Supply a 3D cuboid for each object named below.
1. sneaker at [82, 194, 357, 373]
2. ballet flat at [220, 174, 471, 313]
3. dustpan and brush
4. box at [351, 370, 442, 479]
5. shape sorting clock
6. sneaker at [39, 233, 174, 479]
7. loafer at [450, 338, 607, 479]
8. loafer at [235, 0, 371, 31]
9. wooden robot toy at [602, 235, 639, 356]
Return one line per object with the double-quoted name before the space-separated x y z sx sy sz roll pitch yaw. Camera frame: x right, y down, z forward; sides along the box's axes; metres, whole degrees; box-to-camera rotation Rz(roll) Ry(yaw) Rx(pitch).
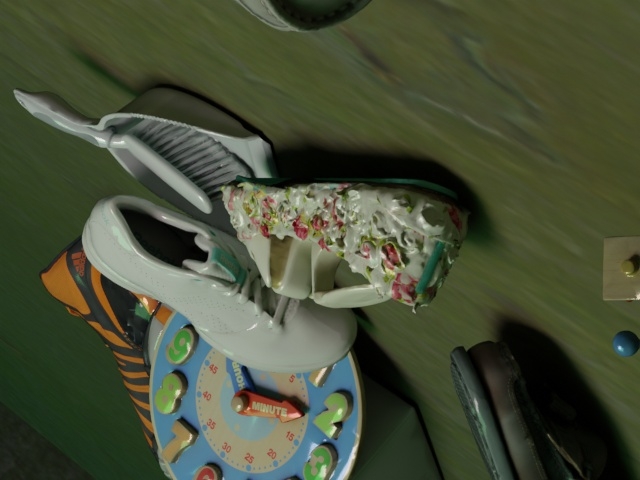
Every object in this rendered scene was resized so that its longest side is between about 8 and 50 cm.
"sneaker" -0.067 0.029 1.201 0.212 0.080 0.094 24 160 -7
"ballet flat" 0.000 0.000 1.025 0.091 0.077 0.241 15 176 -27
"dustpan and brush" -0.124 -0.068 1.187 0.211 0.060 0.147 35 161 22
"box" 0.017 0.174 1.398 0.130 0.091 0.170 34 161 29
"shape sorting clock" -0.053 0.125 1.309 0.206 0.206 0.040 32 -165 30
"sneaker" -0.153 0.085 1.550 0.180 0.124 0.321 39 152 25
"loafer" 0.152 0.147 1.103 0.096 0.084 0.267 -110 -3 -46
"loafer" -0.012 -0.179 0.606 0.111 0.112 0.319 43 164 29
"wooden robot toy" 0.210 0.042 0.762 0.173 0.076 0.079 29 -167 36
